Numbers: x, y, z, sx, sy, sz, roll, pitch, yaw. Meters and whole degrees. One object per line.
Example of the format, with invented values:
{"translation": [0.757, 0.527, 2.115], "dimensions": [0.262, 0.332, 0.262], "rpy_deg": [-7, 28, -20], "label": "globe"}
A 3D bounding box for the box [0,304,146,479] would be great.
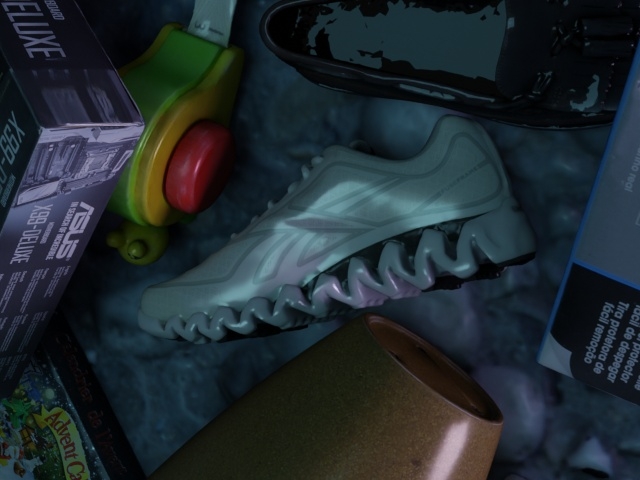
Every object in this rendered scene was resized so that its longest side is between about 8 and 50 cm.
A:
{"translation": [-0.260, 0.161, 0.885], "dimensions": [0.159, 0.044, 0.233], "rpy_deg": [-29, 87, 25], "label": "box"}

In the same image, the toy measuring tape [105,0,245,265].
{"translation": [-0.107, -0.123, 0.716], "dimensions": [0.121, 0.121, 0.330], "rpy_deg": [25, 116, 18], "label": "toy measuring tape"}

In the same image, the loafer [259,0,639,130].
{"translation": [0.105, -0.125, 0.655], "dimensions": [0.303, 0.095, 0.109], "rpy_deg": [6, 101, 22], "label": "loafer"}

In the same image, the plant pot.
{"translation": [0.003, 0.184, 0.697], "dimensions": [0.237, 0.237, 0.254], "rpy_deg": [39, 100, 13], "label": "plant pot"}

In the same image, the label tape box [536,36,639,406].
{"translation": [0.316, 0.016, 0.536], "dimensions": [0.348, 0.115, 0.249], "rpy_deg": [24, 131, 19], "label": "label tape box"}

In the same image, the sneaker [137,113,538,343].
{"translation": [0.000, 0.000, 0.724], "dimensions": [0.292, 0.110, 0.118], "rpy_deg": [-17, 84, 16], "label": "sneaker"}

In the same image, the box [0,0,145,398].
{"translation": [-0.259, -0.060, 0.748], "dimensions": [0.242, 0.076, 0.307], "rpy_deg": [56, 132, 27], "label": "box"}

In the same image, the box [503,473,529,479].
{"translation": [0.119, 0.369, 0.667], "dimensions": [0.168, 0.215, 0.345], "rpy_deg": [22, 107, 18], "label": "box"}
